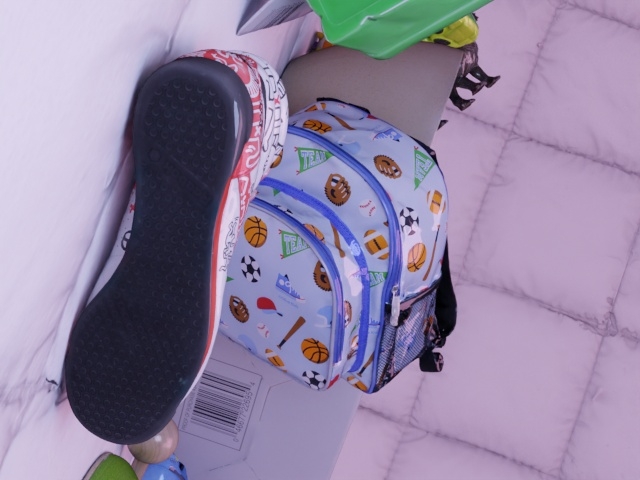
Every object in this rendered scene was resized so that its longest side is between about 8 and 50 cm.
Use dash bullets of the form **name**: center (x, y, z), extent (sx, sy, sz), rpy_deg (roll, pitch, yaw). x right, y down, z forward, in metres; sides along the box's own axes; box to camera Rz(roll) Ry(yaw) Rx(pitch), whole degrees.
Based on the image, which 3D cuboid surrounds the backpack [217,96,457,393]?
- **backpack**: center (0.000, 0.000, 0.966), extent (0.213, 0.277, 0.263), rpy_deg (-29, 136, -52)

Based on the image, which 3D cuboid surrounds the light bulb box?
- **light bulb box**: center (-0.039, 0.138, 1.324), extent (0.361, 0.225, 0.357), rpy_deg (-67, 176, -58)

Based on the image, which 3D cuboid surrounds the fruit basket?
- **fruit basket**: center (0.124, -0.292, 0.826), extent (0.327, 0.165, 0.353), rpy_deg (-23, -168, 36)

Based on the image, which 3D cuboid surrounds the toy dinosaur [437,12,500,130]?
- **toy dinosaur**: center (0.206, -0.297, 1.673), extent (0.121, 0.160, 0.313), rpy_deg (-34, 173, -40)

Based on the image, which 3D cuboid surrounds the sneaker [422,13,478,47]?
- **sneaker**: center (0.142, -0.365, 1.337), extent (0.295, 0.109, 0.123), rpy_deg (34, 60, -50)

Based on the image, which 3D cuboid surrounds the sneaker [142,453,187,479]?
- **sneaker**: center (-0.190, 0.301, 1.174), extent (0.209, 0.069, 0.082), rpy_deg (104, 3, -68)

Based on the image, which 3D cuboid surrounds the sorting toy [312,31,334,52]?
- **sorting toy**: center (0.000, -0.240, 1.297), extent (0.075, 0.045, 0.083), rpy_deg (-63, 179, 5)

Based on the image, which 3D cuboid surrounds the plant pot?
- **plant pot**: center (0.034, -0.127, 1.157), extent (0.284, 0.191, 0.284), rpy_deg (21, 90, -87)

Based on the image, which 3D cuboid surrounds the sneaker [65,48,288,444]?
- **sneaker**: center (-0.089, 0.000, 0.653), extent (0.145, 0.090, 0.270), rpy_deg (-56, 164, -69)

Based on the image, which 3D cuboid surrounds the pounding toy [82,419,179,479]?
- **pounding toy**: center (-0.175, 0.289, 0.894), extent (0.237, 0.110, 0.183), rpy_deg (-63, 173, -67)
